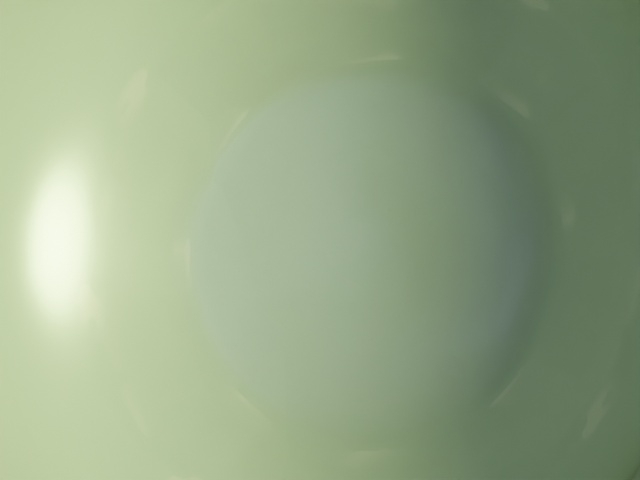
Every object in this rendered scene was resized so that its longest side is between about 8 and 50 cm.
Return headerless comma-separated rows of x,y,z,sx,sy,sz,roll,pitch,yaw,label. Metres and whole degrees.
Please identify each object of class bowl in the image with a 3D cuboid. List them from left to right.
0.000,0.000,0.505,0.298,0.134,0.297,-3,83,22,bowl
